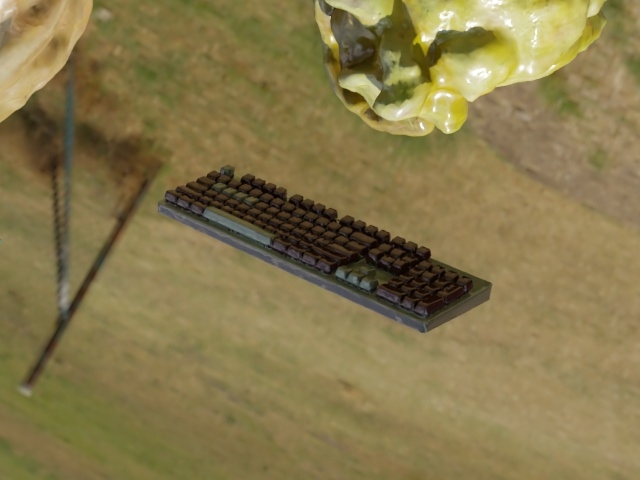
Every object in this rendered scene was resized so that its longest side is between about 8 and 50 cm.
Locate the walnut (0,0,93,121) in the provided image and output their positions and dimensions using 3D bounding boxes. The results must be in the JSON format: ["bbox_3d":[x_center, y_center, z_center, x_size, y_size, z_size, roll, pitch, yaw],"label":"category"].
[{"bbox_3d":[-0.256,-0.150,0.920,0.198,0.245,0.198,63,172,15],"label":"walnut"}]

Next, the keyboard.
[{"bbox_3d":[0.000,0.000,0.696,0.166,0.055,0.017,24,120,35],"label":"keyboard"}]

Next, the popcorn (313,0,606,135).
[{"bbox_3d":[0.090,-0.197,1.025,0.259,0.259,0.212,-6,112,61],"label":"popcorn"}]
